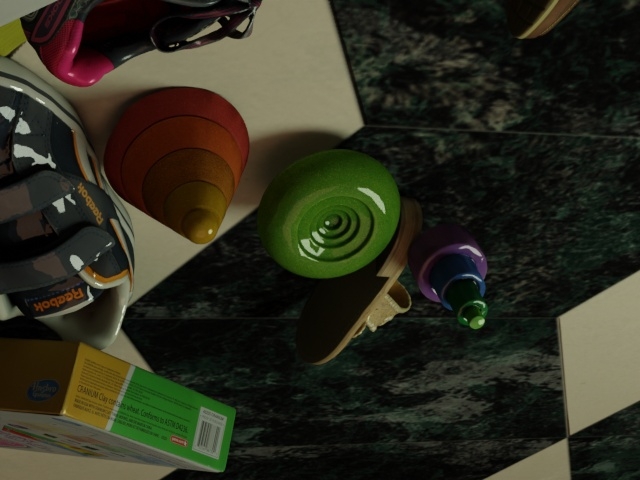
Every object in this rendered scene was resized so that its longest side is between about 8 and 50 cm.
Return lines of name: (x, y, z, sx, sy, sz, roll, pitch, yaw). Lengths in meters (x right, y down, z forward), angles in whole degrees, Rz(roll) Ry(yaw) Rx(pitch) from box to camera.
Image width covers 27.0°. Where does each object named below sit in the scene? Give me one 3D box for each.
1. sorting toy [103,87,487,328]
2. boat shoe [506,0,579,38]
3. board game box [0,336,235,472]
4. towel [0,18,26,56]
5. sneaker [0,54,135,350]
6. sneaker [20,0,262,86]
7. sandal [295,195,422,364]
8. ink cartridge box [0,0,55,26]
sorting toy: (0.000, 0.000, 1.092, 0.365, 0.126, 0.127, 21, 116, -28)
boat shoe: (0.190, -0.204, 0.936, 0.060, 0.064, 0.178, 7, 143, -22)
board game box: (-0.277, 0.151, 1.254, 0.316, 0.064, 0.242, 0, 160, 31)
towel: (-0.275, -0.192, 0.867, 0.102, 0.021, 0.237, -26, 147, 34)
sneaker: (-0.229, -0.020, 1.060, 0.126, 0.128, 0.321, -15, 147, 12)
sneaker: (-0.048, -0.186, 0.842, 0.299, 0.112, 0.121, -22, 146, 8)
sandal: (0.059, 0.050, 1.293, 0.079, 0.088, 0.240, 9, 139, -24)
ink cartridge box: (-0.132, -0.225, 0.725, 0.208, 0.153, 0.087, -20, 149, 17)
